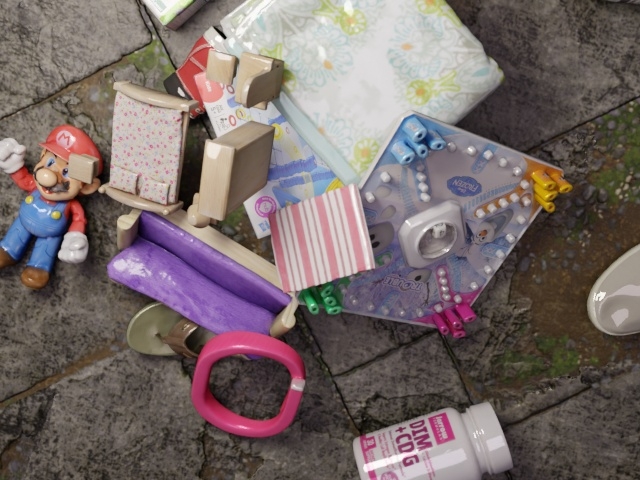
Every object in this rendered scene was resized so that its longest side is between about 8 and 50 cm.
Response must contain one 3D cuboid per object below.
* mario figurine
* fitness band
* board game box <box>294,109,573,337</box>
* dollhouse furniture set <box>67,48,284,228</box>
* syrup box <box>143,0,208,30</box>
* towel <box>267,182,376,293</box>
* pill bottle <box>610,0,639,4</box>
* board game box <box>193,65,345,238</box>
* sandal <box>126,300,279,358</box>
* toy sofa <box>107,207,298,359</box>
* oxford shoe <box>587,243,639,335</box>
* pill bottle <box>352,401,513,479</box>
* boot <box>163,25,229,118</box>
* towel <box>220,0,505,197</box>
[{"bbox_3d":[-0.521,-0.067,1.390,0.198,0.170,0.321,17,109,-37],"label":"mario figurine"},{"bbox_3d":[-0.140,0.282,1.435,0.209,0.054,0.291,15,134,-3],"label":"fitness band"},{"bbox_3d":[0.205,0.000,1.314,0.390,0.050,0.390,13,119,-34],"label":"board game box"},{"bbox_3d":[-0.268,-0.174,1.182,0.355,0.174,0.303,17,114,11],"label":"dollhouse furniture set"},{"bbox_3d":[-0.217,-0.497,1.362,0.237,0.096,0.093,-39,96,7],"label":"syrup box"},{"bbox_3d":[0.000,0.000,1.231,0.197,0.029,0.144,-18,80,36],"label":"towel"},{"bbox_3d":[0.599,-0.510,1.300,0.361,0.204,0.204,7,99,-1],"label":"pill bottle"},{"bbox_3d":[-0.023,-0.199,1.322,0.302,0.086,0.308,-21,98,4],"label":"board game box"},{"bbox_3d":[-0.232,0.179,1.473,0.302,0.086,0.120,2,99,0],"label":"sandal"},{"bbox_3d":[-0.208,0.062,1.391,0.362,0.150,0.177,32,67,-4],"label":"toy sofa"},{"bbox_3d":[0.729,0.057,1.429,0.449,0.130,0.169,-23,100,5],"label":"oxford shoe"},{"bbox_3d":[0.219,0.423,1.472,0.283,0.160,0.160,-19,98,3],"label":"pill bottle"},{"bbox_3d":[-0.170,-0.254,1.412,0.244,0.088,0.176,43,104,-6],"label":"boot"},{"bbox_3d":[0.065,-0.300,1.218,0.320,0.090,0.374,-40,97,6],"label":"towel"}]
